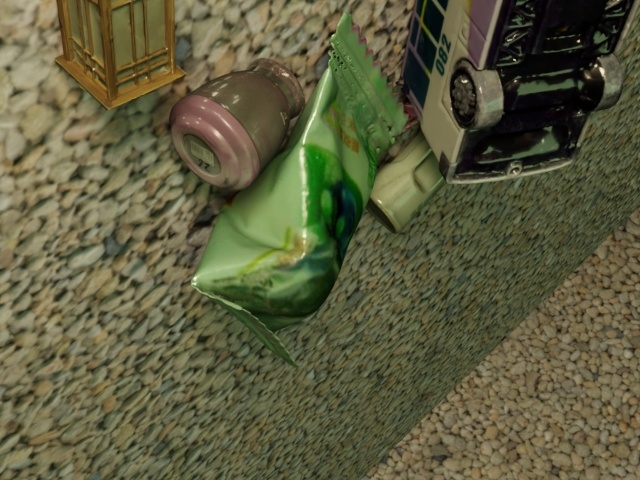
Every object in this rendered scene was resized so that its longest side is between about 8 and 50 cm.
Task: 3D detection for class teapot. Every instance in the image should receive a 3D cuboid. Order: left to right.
[{"bbox_3d":[-0.082,-0.124,0.992,0.146,0.116,0.148,-47,152,-30],"label":"teapot"}]

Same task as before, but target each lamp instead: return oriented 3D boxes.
[{"bbox_3d":[-0.164,-0.258,0.700,0.090,0.089,0.325,-32,151,-29],"label":"lamp"}]

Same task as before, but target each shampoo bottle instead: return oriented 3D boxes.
[{"bbox_3d":[0.168,-0.124,1.404,0.234,0.087,0.118,-46,155,-6],"label":"shampoo bottle"}]

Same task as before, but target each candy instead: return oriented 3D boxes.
[{"bbox_3d":[-0.011,-0.058,1.145,0.398,0.172,0.263,-59,160,-7],"label":"candy"}]

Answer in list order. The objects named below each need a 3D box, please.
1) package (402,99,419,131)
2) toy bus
[{"bbox_3d":[0.143,-0.197,1.333,0.059,0.029,0.083,-37,161,-15],"label":"package"},{"bbox_3d":[0.241,-0.298,1.084,0.209,0.249,0.440,-11,140,-16],"label":"toy bus"}]
